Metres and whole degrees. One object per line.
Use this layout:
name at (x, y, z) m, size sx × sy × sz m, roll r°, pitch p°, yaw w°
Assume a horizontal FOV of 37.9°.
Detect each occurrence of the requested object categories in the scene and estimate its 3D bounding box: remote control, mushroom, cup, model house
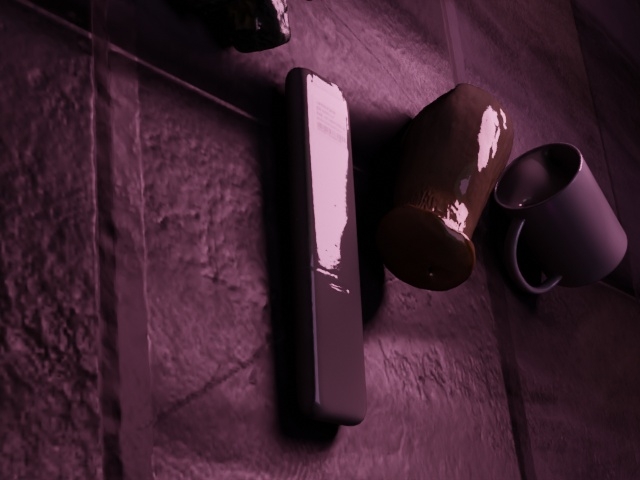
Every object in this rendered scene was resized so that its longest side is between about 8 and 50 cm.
remote control at (0.000, 0.000, 0.666) m, size 0.067 × 0.029 × 0.260 m, roll 23°, pitch 58°, yaw -50°
mushroom at (0.110, -0.062, 0.801) m, size 0.096 × 0.108 × 0.247 m, roll 24°, pitch 38°, yaw 3°
cup at (0.243, -0.015, 0.996) m, size 0.133 × 0.136 × 0.099 m, roll 50°, pitch 4°, yaw -31°
model house at (-0.056, -0.167, 0.645) m, size 0.078 × 0.066 × 0.083 m, roll -88°, pitch 162°, yaw -47°
